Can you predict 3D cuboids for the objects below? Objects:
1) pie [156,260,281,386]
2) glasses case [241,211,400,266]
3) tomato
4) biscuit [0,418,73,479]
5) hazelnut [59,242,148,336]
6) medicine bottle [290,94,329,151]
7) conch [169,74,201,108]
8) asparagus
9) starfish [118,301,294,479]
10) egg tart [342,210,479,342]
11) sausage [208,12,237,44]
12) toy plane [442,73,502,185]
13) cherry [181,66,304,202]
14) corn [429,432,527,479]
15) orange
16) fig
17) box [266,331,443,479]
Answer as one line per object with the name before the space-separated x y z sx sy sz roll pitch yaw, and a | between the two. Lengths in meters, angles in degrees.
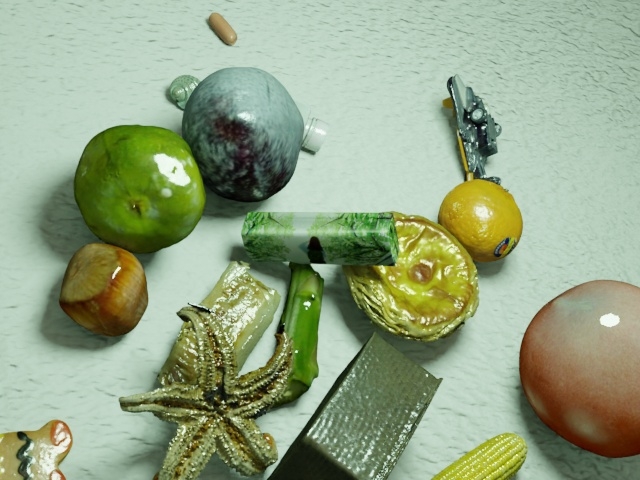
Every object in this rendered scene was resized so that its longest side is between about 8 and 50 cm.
pie | -0.171 0.160 1.568 0.129 0.068 0.282 34 59 -3
glasses case | 0.000 0.000 1.648 0.272 0.095 0.062 0 46 17
tomato | 0.523 0.222 1.676 0.322 0.321 0.321 12 54 -16
biscuit | -0.491 0.332 1.335 0.250 0.036 0.165 5 55 -20
hazelnut | -0.356 0.084 1.516 0.150 0.150 0.150 12 54 -16
medicine bottle | -0.077 -0.248 1.895 0.183 0.069 0.119 22 50 -7
conch | -0.263 -0.304 1.863 0.085 0.057 0.076 -37 90 -37
asparagus | -0.038 0.149 1.635 0.085 0.082 0.343 -8 46 23
starfish | -0.177 0.246 1.429 0.312 0.113 0.303 -2 86 -36
egg tart | 0.164 0.076 1.748 0.295 0.116 0.294 9 52 -12
sausage | -0.213 -0.464 2.006 0.034 0.034 0.083 -27 71 -35
toy plane | 0.351 -0.202 2.031 0.204 0.103 0.316 30 44 -48
cherry | -0.145 -0.200 1.711 0.218 0.296 0.254 3 85 11
corn | 0.262 0.410 1.582 0.249 0.081 0.081 -24 70 -34
orange | 0.328 -0.039 1.867 0.178 0.155 0.177 21 28 -12
fig | -0.319 -0.091 1.617 0.233 0.314 0.232 0 89 -14
box | 0.058 0.306 1.484 0.143 0.184 0.273 37 45 3
